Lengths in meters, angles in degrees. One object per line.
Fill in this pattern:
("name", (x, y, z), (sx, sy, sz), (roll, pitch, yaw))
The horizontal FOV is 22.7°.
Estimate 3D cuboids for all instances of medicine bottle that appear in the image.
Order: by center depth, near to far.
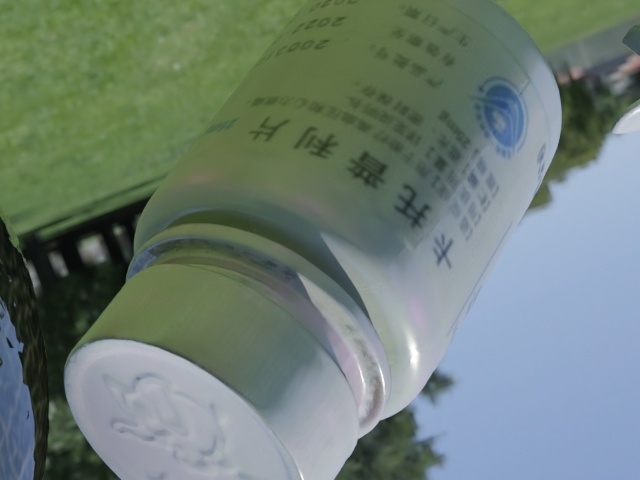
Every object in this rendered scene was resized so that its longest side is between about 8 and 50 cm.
("medicine bottle", (0.000, 0.000, 0.822), (0.170, 0.170, 0.293), (-17, -151, 47))

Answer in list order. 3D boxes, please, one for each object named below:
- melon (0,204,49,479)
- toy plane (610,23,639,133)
("melon", (-0.195, 0.064, 0.414), (0.237, 0.237, 0.301), (-20, -154, 19))
("toy plane", (0.210, -0.114, 0.653), (0.101, 0.251, 0.255), (-9, 153, -25))
